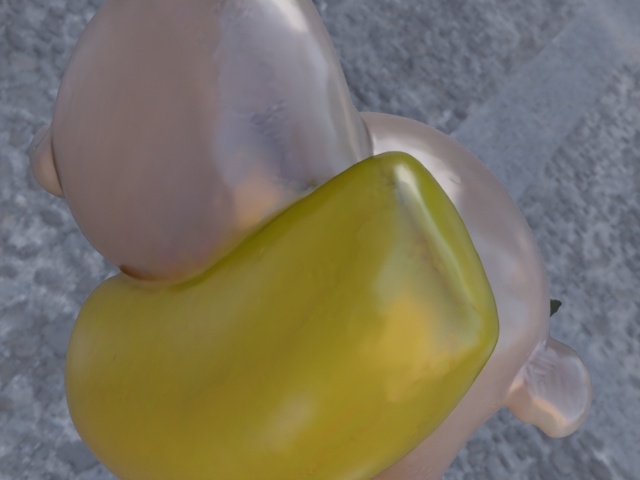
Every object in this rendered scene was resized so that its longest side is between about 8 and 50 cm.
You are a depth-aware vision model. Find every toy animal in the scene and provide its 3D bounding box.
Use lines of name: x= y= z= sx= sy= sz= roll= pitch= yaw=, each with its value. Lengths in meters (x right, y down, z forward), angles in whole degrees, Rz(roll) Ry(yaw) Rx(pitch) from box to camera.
toy animal: x=-0.013 y=0.013 z=0.637 sx=0.246 sy=0.278 sz=0.345 roll=1 pitch=43 yaw=-47

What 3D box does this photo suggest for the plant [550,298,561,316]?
plant: x=0.123 y=0.034 z=1.030 sx=0.203 sy=0.131 sz=0.142 roll=37 pitch=56 yaw=19
